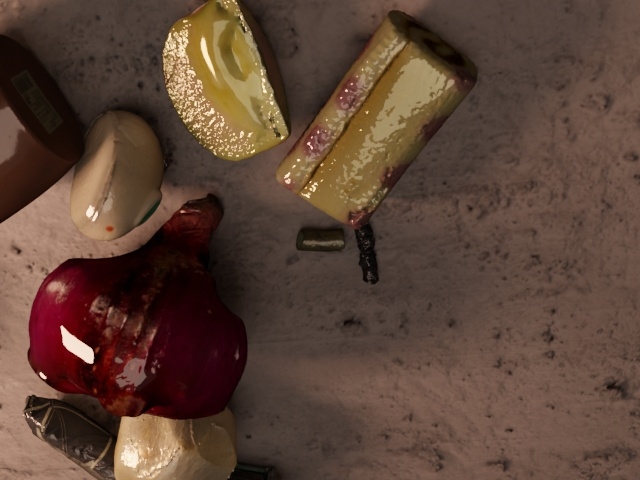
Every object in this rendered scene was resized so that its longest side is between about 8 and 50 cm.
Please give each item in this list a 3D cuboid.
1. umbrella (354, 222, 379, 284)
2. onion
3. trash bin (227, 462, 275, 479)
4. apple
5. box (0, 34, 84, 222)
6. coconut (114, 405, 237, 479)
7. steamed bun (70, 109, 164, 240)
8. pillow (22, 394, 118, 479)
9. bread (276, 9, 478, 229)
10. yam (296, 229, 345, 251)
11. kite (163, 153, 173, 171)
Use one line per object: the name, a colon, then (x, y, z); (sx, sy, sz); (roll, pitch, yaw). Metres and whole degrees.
umbrella: (0.087, 0.016, 1.492); (0.037, 0.040, 0.144); (-4, 115, 15)
onion: (-0.295, 0.102, 1.408); (0.398, 0.398, 0.420); (22, 90, -8)
trash bin: (-0.225, 0.700, 1.737); (0.259, 0.295, 0.381); (11, 127, -3)
apple: (-0.160, -0.270, 1.322); (0.193, 0.120, 0.265); (-13, 113, 23)
box: (-0.552, -0.186, 1.302); (0.216, 0.301, 0.301); (-30, 111, 9)
coconut: (-0.287, 0.422, 1.578); (0.244, 0.247, 0.245); (-5, 135, -5)
steamed bun: (-0.346, -0.107, 1.369); (0.130, 0.228, 0.177); (18, 162, -36)
pillow: (-0.490, 0.435, 1.672); (0.335, 0.161, 0.093); (40, 75, -14)
bread: (0.092, -0.197, 1.322); (0.187, 0.155, 0.338); (35, 116, -5)
yam: (0.000, 0.000, 1.487); (0.094, 0.043, 0.043); (2, 117, 1)
kite: (-0.303, -0.158, 1.445); (0.044, 0.002, 0.078); (-27, 113, 15)
